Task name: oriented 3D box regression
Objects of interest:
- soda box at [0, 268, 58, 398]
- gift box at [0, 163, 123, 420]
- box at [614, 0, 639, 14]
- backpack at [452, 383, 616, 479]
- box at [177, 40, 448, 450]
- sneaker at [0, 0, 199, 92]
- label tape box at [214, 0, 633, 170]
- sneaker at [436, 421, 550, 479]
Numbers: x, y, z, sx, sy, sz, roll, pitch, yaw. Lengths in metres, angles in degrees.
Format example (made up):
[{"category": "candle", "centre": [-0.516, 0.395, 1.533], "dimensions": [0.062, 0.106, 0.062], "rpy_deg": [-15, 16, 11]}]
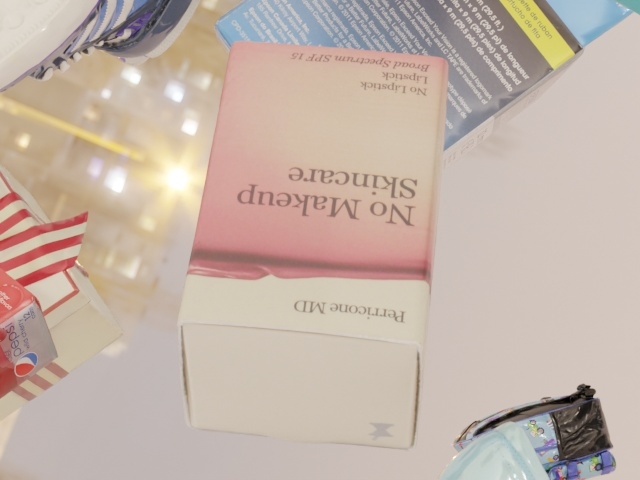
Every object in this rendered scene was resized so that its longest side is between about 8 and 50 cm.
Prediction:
[{"category": "soda box", "centre": [-0.357, 0.041, 1.481], "dimensions": [0.092, 0.263, 0.083], "rpy_deg": [-37, 141, -28]}, {"category": "gift box", "centre": [-0.375, 0.034, 1.784], "dimensions": [0.276, 0.255, 0.258], "rpy_deg": [-40, 164, -3]}, {"category": "box", "centre": [0.095, -0.170, 0.672], "dimensions": [0.100, 0.244, 0.060], "rpy_deg": [-17, -126, 58]}, {"category": "backpack", "centre": [0.260, 0.260, 2.055], "dimensions": [0.158, 0.173, 0.116], "rpy_deg": [141, -67, -70]}, {"category": "box", "centre": [0.000, 0.000, 1.055], "dimensions": [0.127, 0.149, 0.232], "rpy_deg": [91, 5, -53]}, {"category": "sneaker", "centre": [-0.230, -0.206, 1.606], "dimensions": [0.322, 0.130, 0.236], "rpy_deg": [-52, 153, -17]}, {"category": "label tape box", "centre": [0.105, -0.214, 1.673], "dimensions": [0.348, 0.249, 0.115], "rpy_deg": [-36, 172, -4]}, {"category": "sneaker", "centre": [0.247, 0.312, 1.533], "dimensions": [0.150, 0.366, 0.135], "rpy_deg": [-46, -152, -8]}]
